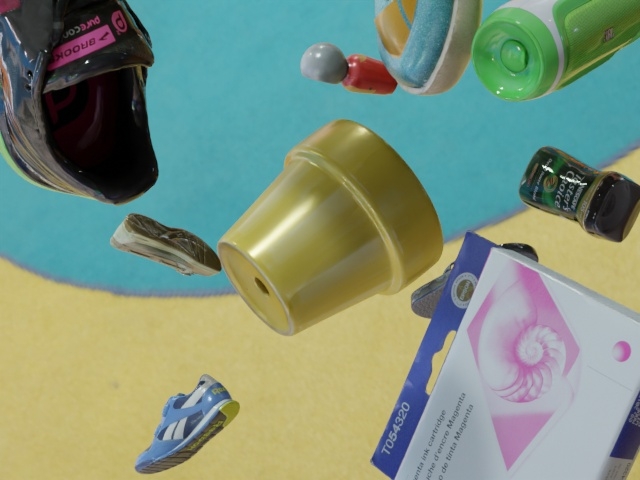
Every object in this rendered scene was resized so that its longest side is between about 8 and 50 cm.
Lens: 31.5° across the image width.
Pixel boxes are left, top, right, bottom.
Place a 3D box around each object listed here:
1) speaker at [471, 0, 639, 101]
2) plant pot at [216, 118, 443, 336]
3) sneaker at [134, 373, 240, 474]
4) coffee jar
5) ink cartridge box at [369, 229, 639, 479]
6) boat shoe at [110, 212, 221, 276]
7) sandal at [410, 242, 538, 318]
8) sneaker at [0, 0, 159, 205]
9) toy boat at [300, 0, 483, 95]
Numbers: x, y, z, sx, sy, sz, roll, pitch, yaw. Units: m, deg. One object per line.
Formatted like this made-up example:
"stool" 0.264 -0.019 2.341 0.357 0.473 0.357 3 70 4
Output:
"speaker" 0.323 -0.279 1.473 0.131 0.131 0.296 17 36 39
"plant pot" 0.000 0.000 1.560 0.239 0.254 0.254 -38 43 -20
"sneaker" -0.157 0.210 1.283 0.144 0.053 0.059 -40 66 9
"coffee jar" 0.370 -0.066 1.605 0.184 0.079 0.096 33 101 54
"ink cartridge box" 0.195 0.185 1.251 0.330 0.071 0.324 30 102 46
"boat shoe" -0.200 0.014 1.490 0.048 0.153 0.056 -47 39 27
"sandal" 0.247 0.056 1.895 0.254 0.097 0.054 -29 44 38
"sneaker" -0.238 -0.233 1.016 0.185 0.483 0.202 -39 48 -26
"toy boat" 0.096 -0.294 1.559 0.318 0.148 0.267 -42 45 54
